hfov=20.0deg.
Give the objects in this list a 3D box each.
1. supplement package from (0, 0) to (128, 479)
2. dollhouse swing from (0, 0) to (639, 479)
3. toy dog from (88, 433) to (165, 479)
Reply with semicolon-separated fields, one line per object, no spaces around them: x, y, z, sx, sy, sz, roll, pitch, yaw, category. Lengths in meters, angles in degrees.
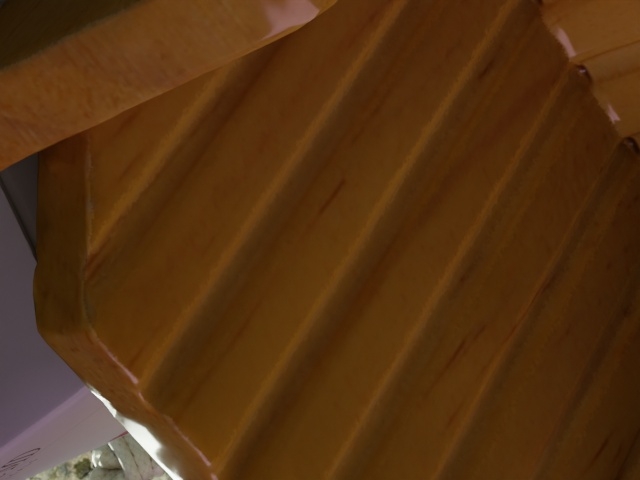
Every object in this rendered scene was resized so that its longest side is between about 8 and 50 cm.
-0.055;-0.035;0.694;0.293;0.175;0.177;-21;170;-44;supplement package
0.154;-0.025;0.530;0.305;0.347;0.315;-4;-137;45;dollhouse swing
-0.083;0.002;1.039;0.220;0.161;0.333;24;-124;42;toy dog
